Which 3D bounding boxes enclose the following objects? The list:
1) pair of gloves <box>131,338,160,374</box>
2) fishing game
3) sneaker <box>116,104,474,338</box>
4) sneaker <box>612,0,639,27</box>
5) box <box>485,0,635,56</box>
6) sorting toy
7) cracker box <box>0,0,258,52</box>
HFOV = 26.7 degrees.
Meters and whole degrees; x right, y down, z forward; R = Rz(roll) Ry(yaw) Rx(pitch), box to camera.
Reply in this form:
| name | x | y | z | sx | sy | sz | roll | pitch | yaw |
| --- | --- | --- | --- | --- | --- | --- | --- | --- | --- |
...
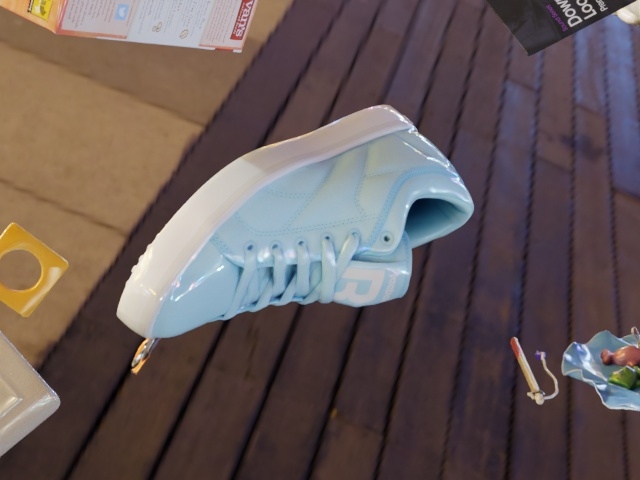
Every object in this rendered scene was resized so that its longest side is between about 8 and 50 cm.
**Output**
| name | x | y | z | sx | sy | sz | roll | pitch | yaw |
| --- | --- | --- | --- | --- | --- | --- | --- | --- | --- |
| pair of gloves | -0.187 | 0.111 | 1.480 | 0.010 | 0.074 | 0.083 | 35 | -3 | -9 |
| fishing game | 0.307 | 0.111 | 1.194 | 0.264 | 0.041 | 0.189 | 2 | 19 | -2 |
| sneaker | 0.000 | 0.000 | 1.140 | 0.150 | 0.135 | 0.366 | 40 | 50 | 21 |
| sneaker | 0.218 | -0.187 | 0.915 | 0.129 | 0.111 | 0.297 | -2 | 37 | 2 |
| box | 0.148 | -0.174 | 0.698 | 0.116 | 0.162 | 0.029 | 43 | 34 | -35 |
| sorting toy | -0.358 | 0.127 | 1.194 | 0.196 | 0.348 | 0.047 | 51 | -1 | -14 |
| cracker box | -0.177 | -0.211 | 1.078 | 0.156 | 0.067 | 0.232 | 28 | 18 | 28 |
